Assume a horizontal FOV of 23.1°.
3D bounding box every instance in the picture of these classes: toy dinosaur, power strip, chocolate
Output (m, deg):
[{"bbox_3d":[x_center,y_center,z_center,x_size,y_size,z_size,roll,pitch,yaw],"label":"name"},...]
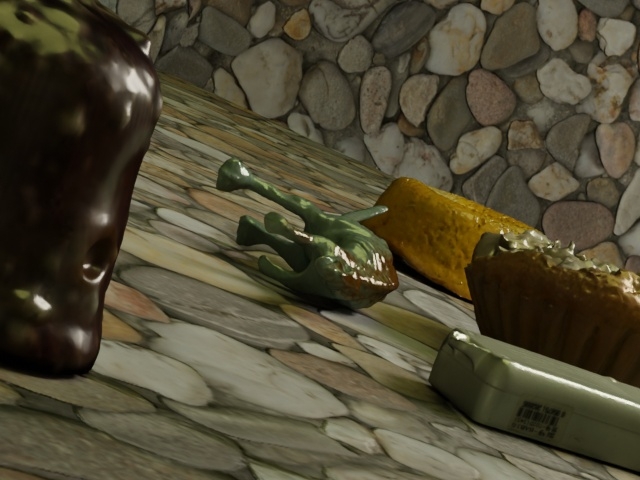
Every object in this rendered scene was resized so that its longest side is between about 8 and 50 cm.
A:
[{"bbox_3d":[0.000,0.000,1.553,0.205,0.092,0.393,25,6,17],"label":"toy dinosaur"},{"bbox_3d":[0.238,0.149,1.328,0.338,0.058,0.098,19,7,-28],"label":"power strip"},{"bbox_3d":[-0.243,-0.085,0.913,0.340,0.210,0.225,24,9,8],"label":"chocolate"}]

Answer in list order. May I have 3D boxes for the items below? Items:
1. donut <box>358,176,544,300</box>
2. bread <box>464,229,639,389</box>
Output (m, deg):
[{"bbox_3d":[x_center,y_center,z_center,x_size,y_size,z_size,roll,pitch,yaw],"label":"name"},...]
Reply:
[{"bbox_3d":[0.183,0.002,2.067,0.277,0.108,0.277,22,7,-3],"label":"donut"},{"bbox_3d":[0.262,0.082,1.556,0.274,0.149,0.274,17,4,-1],"label":"bread"}]
